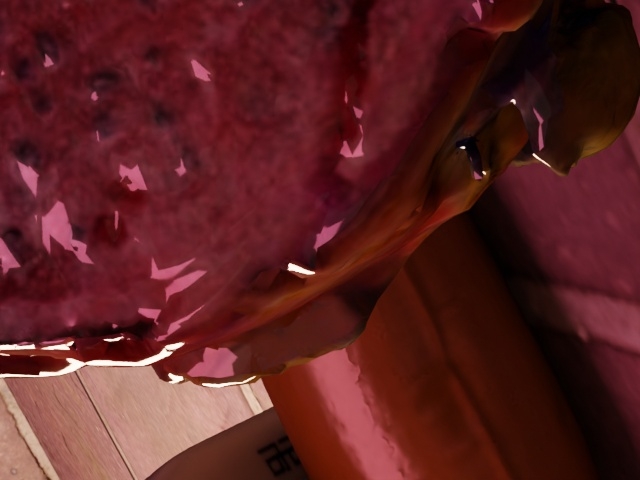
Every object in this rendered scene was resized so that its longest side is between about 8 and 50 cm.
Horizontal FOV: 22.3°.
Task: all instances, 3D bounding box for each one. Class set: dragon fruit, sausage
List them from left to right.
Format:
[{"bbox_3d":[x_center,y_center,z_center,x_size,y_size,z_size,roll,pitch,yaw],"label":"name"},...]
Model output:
[{"bbox_3d":[-0.028,-0.112,0.447,0.263,0.314,0.296,-7,-97,-73],"label":"dragon fruit"},{"bbox_3d":[0.004,-0.003,0.717,0.354,0.116,0.134,62,169,-3],"label":"sausage"}]

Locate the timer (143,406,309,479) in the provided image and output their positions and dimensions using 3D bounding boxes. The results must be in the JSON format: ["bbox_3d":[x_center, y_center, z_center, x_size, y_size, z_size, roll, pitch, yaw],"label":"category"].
[{"bbox_3d":[0.019,0.193,0.783,0.087,0.262,0.237,-42,77,33],"label":"timer"}]
